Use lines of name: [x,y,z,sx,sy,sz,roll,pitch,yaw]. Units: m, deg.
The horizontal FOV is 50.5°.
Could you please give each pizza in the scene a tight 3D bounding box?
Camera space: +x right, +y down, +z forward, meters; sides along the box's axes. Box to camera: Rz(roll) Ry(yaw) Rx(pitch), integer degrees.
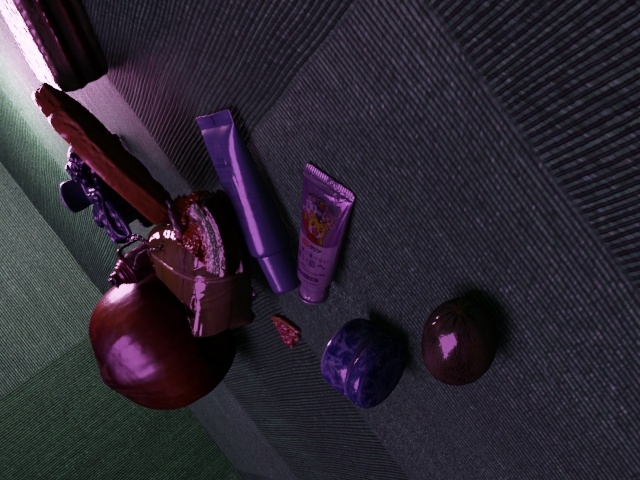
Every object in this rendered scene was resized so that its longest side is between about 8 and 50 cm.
pizza: [-0.082,0.228,1.693,0.100,0.029,0.099,56,153,-8]

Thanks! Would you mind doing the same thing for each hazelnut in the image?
hazelnut: [-0.461,0.296,2.019,0.402,0.402,0.429,0,123,58]

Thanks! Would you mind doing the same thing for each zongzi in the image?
zongzi: [-0.321,-0.032,1.638,0.447,0.181,0.418,38,135,37]

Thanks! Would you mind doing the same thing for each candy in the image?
candy: [-0.624,-0.502,1.538,0.179,0.135,0.320,31,146,39]

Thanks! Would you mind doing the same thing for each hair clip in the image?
hair clip: [-0.594,-0.149,1.896,0.206,0.194,0.310,8,126,42]

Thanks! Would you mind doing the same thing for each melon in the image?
melon: [0.210,0.159,1.038,0.114,0.114,0.167,36,147,29]

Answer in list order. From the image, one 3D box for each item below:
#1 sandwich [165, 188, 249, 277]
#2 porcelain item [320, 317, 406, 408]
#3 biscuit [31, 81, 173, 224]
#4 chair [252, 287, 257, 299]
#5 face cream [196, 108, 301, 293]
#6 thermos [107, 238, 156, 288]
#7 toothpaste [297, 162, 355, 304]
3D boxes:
sandwich: [-0.238,-0.008,1.384,0.160,0.109,0.185,-8,103,27]
porcelain item: [0.087,0.235,1.296,0.114,0.147,0.147,28,145,38]
biscuit: [-0.473,-0.193,1.504,0.455,0.078,0.350,44,-179,27]
chair: [-0.184,0.139,1.749,0.037,0.042,0.086,51,-170,4]
face cream: [-0.136,-0.073,1.350,0.135,0.086,0.385,3,121,53]
thermos: [-0.501,0.051,1.919,0.099,0.232,0.124,12,133,54]
toothpaste: [0.000,0.000,1.242,0.114,0.073,0.299,38,143,26]
